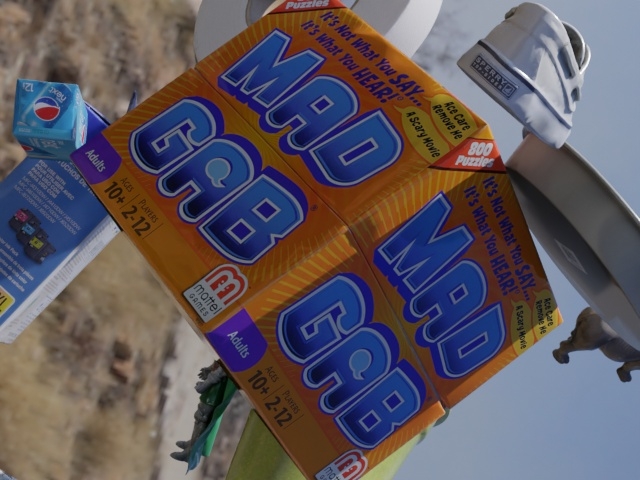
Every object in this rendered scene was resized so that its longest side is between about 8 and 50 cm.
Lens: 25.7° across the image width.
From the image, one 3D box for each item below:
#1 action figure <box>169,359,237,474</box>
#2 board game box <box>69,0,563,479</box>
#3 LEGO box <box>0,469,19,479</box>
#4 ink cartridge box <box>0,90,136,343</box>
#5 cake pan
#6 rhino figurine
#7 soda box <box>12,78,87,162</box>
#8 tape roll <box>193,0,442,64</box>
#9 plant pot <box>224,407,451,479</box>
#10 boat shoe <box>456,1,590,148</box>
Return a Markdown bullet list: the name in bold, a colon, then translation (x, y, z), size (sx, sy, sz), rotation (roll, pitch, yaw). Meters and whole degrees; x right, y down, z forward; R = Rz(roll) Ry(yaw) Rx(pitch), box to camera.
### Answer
- **action figure**: translation (-0.146, 0.205, 1.989), size (0.137, 0.063, 0.232), rotation (-82, -164, -79)
- **board game box**: translation (0.000, 0.000, 1.615), size (0.356, 0.356, 0.356), rotation (-36, 137, -7)
- **LEGO box**: translation (-0.441, 0.515, 1.703), size (0.193, 0.372, 0.500), rotation (-62, 175, 23)
- **ink cartridge box**: translation (-0.376, -0.040, 2.029), size (0.395, 0.151, 0.270), rotation (-45, -179, -9)
- **cake pan**: translation (0.290, 0.005, 1.491), size (0.054, 0.293, 0.293), rotation (-37, 179, -2)
- **rhino figurine**: translation (0.476, 0.159, 2.086), size (0.106, 0.243, 0.073), rotation (117, -17, -45)
- **soda box**: translation (-0.324, -0.141, 1.696), size (0.210, 0.071, 0.067), rotation (141, -47, -82)
- **tape roll**: translation (-0.006, -0.344, 2.043), size (0.072, 0.392, 0.392), rotation (45, 55, -46)
- **plant pot**: translation (0.000, 0.272, 1.867), size (0.254, 0.276, 0.276), rotation (-62, 176, -27)
- **boat shoe**: translation (0.181, -0.144, 1.170), size (0.088, 0.096, 0.267), rotation (-49, 163, 9)
